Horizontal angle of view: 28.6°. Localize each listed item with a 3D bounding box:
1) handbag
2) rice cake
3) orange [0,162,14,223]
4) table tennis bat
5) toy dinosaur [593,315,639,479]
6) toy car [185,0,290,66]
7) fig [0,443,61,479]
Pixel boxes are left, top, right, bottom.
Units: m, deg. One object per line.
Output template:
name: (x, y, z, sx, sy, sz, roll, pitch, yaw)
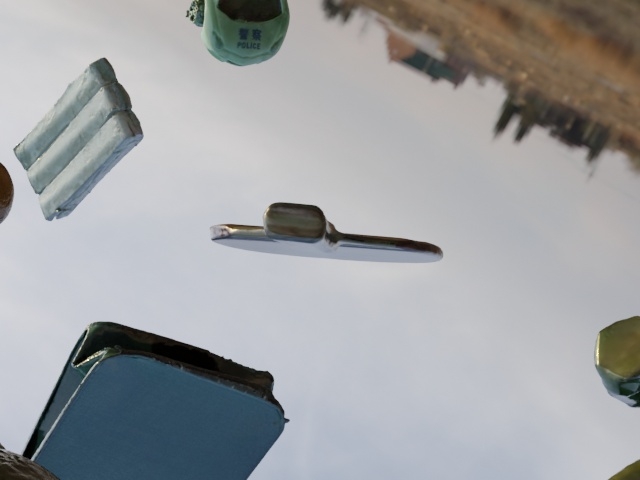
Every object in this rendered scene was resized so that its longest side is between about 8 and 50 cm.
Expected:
handbag: (-0.213, 0.237, 1.520, 0.268, 0.274, 0.100, 20, -156, -26)
rice cake: (-0.298, -0.123, 1.552, 0.038, 0.211, 0.124, -19, -100, -50)
orange: (-0.329, -0.045, 1.187, 0.085, 0.085, 0.085, 27, -168, -6)
table tennis bat: (0.000, 0.000, 0.790, 0.154, 0.021, 0.274, 4, 176, 6)
toy dinosaur: (0.235, 0.073, 0.563, 0.087, 0.447, 0.301, 53, 179, 35)
toy car: (-0.062, -0.243, 1.073, 0.093, 0.186, 0.058, 0, 176, -27)
fig: (-0.265, 0.213, 0.971, 0.203, 0.203, 0.235, 25, -147, -13)
